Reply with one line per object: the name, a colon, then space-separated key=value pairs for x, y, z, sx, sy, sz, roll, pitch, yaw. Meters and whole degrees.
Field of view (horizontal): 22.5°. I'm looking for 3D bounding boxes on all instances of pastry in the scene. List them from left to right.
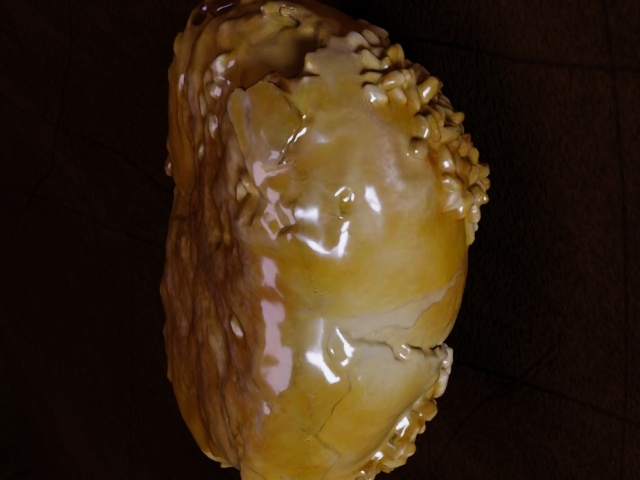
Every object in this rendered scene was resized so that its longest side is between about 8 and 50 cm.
pastry: x=0.000 y=0.000 z=0.952 sx=0.255 sy=0.162 sz=0.310 roll=-122 pitch=31 yaw=-54
